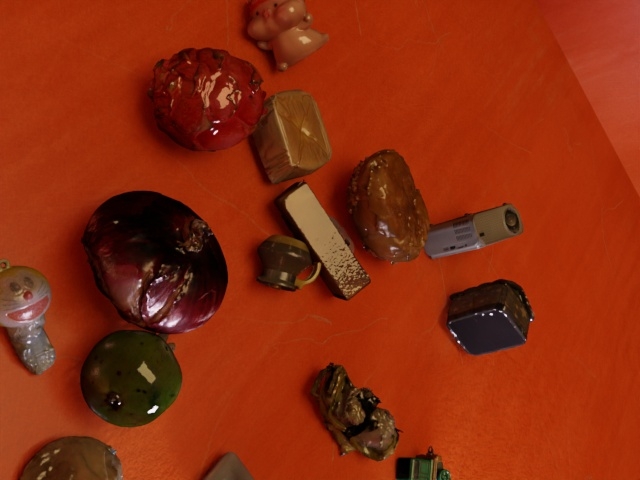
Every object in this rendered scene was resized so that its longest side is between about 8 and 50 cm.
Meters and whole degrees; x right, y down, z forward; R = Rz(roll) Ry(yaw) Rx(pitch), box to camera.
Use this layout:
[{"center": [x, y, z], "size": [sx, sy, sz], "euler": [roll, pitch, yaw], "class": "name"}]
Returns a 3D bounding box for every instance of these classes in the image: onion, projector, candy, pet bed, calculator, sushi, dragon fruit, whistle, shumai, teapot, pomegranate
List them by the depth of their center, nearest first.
[{"center": [-0.421, 0.445, 1.261], "size": [0.201, 0.120, 0.201], "euler": [10, 75, -41], "class": "shumai"}, {"center": [-0.520, 0.135, 1.265], "size": [0.123, 0.123, 0.223], "euler": [-31, 115, -43], "class": "whistle"}, {"center": [-0.344, 0.246, 1.363], "size": [0.187, 0.187, 0.225], "euler": [64, 20, -9], "class": "pomegranate"}, {"center": [-0.308, 0.027, 1.391], "size": [0.314, 0.232, 0.314], "euler": [36, 25, -20], "class": "onion"}, {"center": [-0.179, 0.545, 1.488], "size": [0.138, 0.071, 0.174], "euler": [-45, 109, -40], "class": "candy"}, {"center": [-0.246, -0.306, 1.558], "size": [0.252, 0.241, 0.240], "euler": [-18, 91, -58], "class": "dragon fruit"}, {"center": [-0.075, 0.060, 1.680], "size": [0.166, 0.130, 0.119], "euler": [21, 79, -31], "class": "teapot"}, {"center": [0.086, 0.430, 1.728], "size": [0.291, 0.131, 0.139], "euler": [55, 47, -28], "class": "sushi"}, {"center": [0.039, 0.008, 1.869], "size": [0.165, 0.024, 0.103], "euler": [56, 48, -13], "class": "calculator"}, {"center": [0.493, 0.214, 2.104], "size": [0.183, 0.211, 0.159], "euler": [49, 41, -21], "class": "pet bed"}, {"center": [0.453, -0.032, 2.139], "size": [0.251, 0.198, 0.108], "euler": [-14, 89, -43], "class": "projector"}]

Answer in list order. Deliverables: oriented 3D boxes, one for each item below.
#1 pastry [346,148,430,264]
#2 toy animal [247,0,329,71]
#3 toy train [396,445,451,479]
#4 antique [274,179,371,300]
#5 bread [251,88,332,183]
[{"center": [0.171, -0.088, 1.921], "size": [0.310, 0.162, 0.255], "euler": [62, 36, -24], "class": "pastry"}, {"center": [-0.090, -0.546, 1.810], "size": [0.197, 0.171, 0.171], "euler": [56, 49, -19], "class": "toy animal"}, {"center": [0.258, 0.644, 1.857], "size": [0.136, 0.091, 0.227], "euler": [22, 66, -25], "class": "toy train"}, {"center": [0.000, 0.000, 1.769], "size": [0.087, 0.093, 0.310], "euler": [-38, 106, -15], "class": "antique"}, {"center": [-0.075, -0.256, 1.777], "size": [0.192, 0.110, 0.209], "euler": [-23, 95, -50], "class": "bread"}]
